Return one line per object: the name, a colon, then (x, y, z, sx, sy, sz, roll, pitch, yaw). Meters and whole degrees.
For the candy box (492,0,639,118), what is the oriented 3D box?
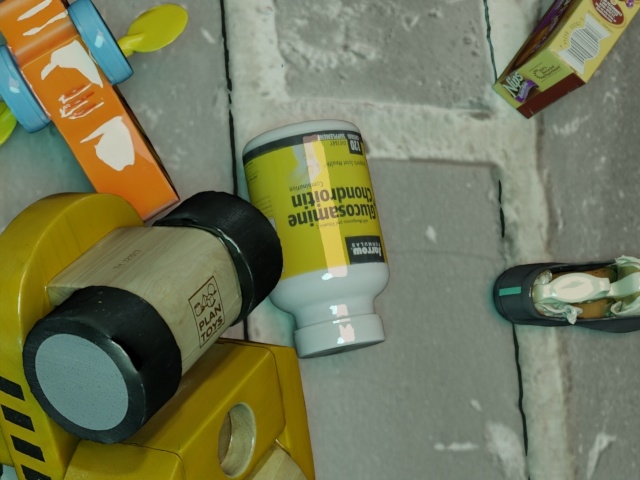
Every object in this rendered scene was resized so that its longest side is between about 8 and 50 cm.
candy box: (0.248, -0.207, 1.286, 0.053, 0.109, 0.187, 40, 67, -8)

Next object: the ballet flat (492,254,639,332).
ballet flat: (0.255, 0.047, 1.249, 0.203, 0.074, 0.074, 0, 78, -22)

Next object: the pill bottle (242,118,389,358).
pill bottle: (0.000, 0.000, 1.139, 0.103, 0.103, 0.184, -8, 80, -23)

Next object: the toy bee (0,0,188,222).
toy bee: (-0.201, -0.160, 1.082, 0.195, 0.162, 0.298, -11, 113, -9)

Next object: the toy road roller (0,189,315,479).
toy road roller: (-0.155, 0.123, 1.005, 0.202, 0.240, 0.330, -46, 132, -52)
